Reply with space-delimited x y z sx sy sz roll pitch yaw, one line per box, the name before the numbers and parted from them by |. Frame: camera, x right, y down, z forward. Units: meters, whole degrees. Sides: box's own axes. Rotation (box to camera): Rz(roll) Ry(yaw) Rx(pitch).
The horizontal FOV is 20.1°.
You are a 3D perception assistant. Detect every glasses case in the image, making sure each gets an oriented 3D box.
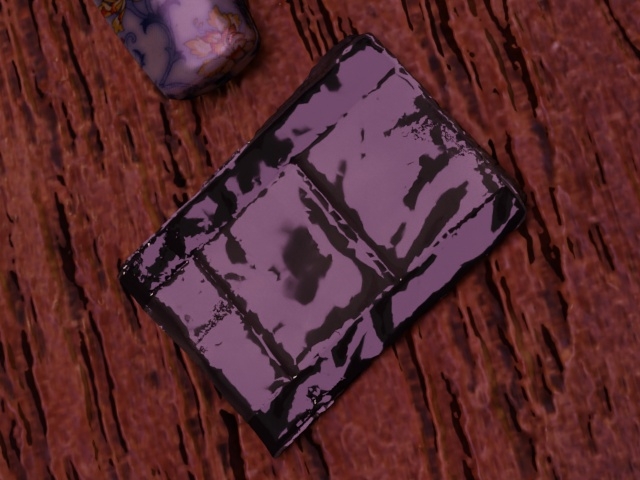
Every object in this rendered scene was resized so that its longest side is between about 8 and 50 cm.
glasses case | -0.126 -0.204 1.205 0.087 0.065 0.248 -32 72 8

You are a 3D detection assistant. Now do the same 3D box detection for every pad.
pad | 0.000 0.000 1.149 0.233 0.022 0.174 -46 71 6
